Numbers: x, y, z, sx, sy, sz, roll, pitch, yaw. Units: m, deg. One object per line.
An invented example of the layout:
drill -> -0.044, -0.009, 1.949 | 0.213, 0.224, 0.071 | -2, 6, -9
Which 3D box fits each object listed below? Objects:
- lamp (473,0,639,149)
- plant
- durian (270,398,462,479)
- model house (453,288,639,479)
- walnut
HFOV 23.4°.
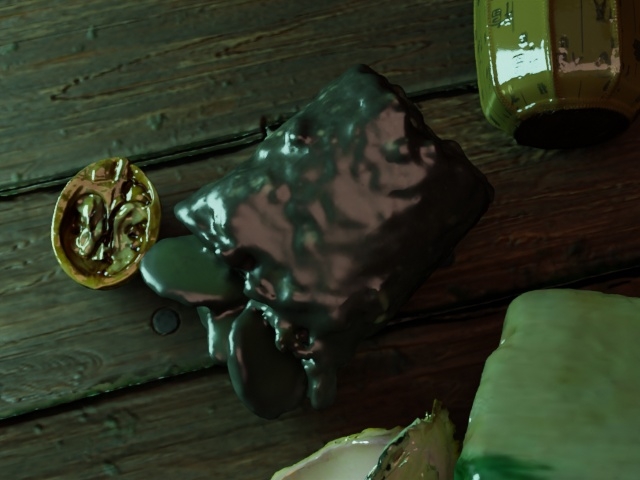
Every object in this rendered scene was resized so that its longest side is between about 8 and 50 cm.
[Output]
lamp -> 0.214, -0.181, 1.360 | 0.161, 0.161, 0.185 | -2, 75, -5
plant -> 0.000, 0.000, 1.271 | 0.199, 0.188, 0.276 | 45, 94, 3
durian -> 0.008, 0.286, 1.208 | 0.305, 0.185, 0.195 | -44, 107, -22
model house -> 0.299, 0.248, 1.134 | 0.382, 0.342, 0.334 | 7, 34, 17
walnut -> -0.182, -0.009, 1.326 | 0.091, 0.052, 0.121 | 12, 71, 1
